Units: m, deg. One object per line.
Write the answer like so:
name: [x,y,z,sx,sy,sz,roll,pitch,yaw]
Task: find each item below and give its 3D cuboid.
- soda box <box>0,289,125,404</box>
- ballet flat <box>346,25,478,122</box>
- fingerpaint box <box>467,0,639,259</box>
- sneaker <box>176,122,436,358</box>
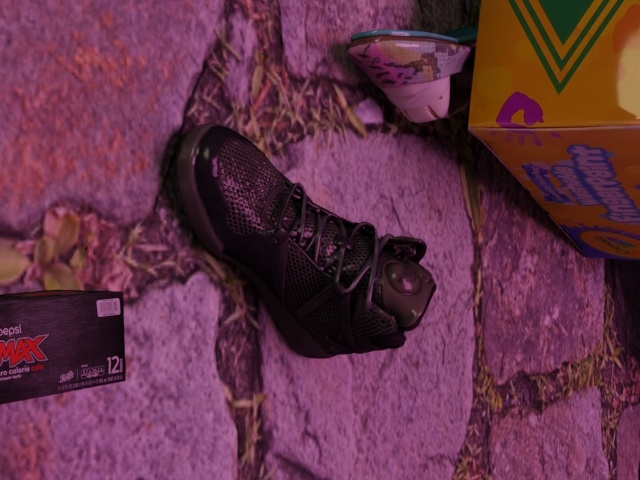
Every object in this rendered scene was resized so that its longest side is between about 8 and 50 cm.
soda box: [-0.180,0.057,0.610,0.169,0.060,0.053,-2,92,-55]
ballet flat: [0.097,-0.142,1.000,0.221,0.077,0.079,-18,107,-58]
fingerpaint box: [0.303,-0.208,1.151,0.445,0.163,0.371,32,62,-61]
sneaker: [0.000,0.000,0.809,0.227,0.130,0.087,55,45,-35]
